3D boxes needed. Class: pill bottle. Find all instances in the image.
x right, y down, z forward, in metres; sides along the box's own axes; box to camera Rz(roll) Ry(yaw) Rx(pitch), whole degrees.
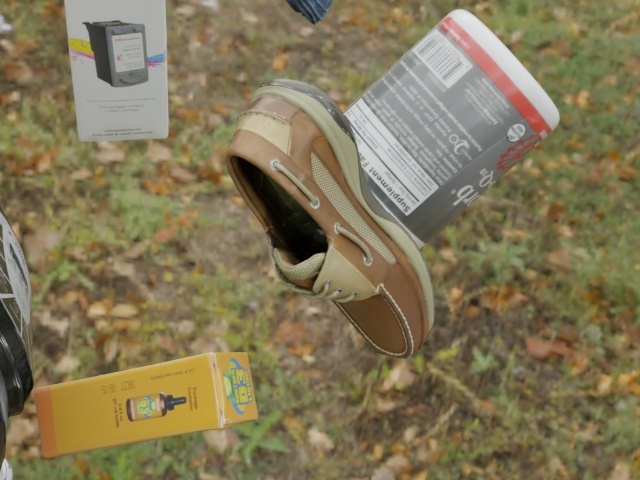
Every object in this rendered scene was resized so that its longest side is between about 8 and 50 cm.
[{"bbox_3d":[0.121,-0.115,1.613,0.210,0.363,0.210,46,9,-9],"label":"pill bottle"}]

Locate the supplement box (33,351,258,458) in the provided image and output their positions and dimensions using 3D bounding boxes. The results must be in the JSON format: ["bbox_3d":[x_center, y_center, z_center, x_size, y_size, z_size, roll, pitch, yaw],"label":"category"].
[{"bbox_3d":[-0.183,0.172,1.255,0.233,0.078,0.080,-13,-10,28],"label":"supplement box"}]

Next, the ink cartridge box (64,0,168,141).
[{"bbox_3d":[-0.272,-0.313,1.598,0.131,0.306,0.226,-4,51,-8],"label":"ink cartridge box"}]

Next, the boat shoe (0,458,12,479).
[{"bbox_3d":[-0.547,0.405,1.711,0.095,0.258,0.084,31,-8,17],"label":"boat shoe"}]

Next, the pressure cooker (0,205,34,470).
[{"bbox_3d":[-0.469,0.073,1.128,0.375,0.370,0.420,29,21,-24],"label":"pressure cooker"}]

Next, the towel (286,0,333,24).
[{"bbox_3d":[-0.006,-0.196,0.835,0.029,0.067,0.119,23,0,13],"label":"towel"}]

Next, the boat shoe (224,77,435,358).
[{"bbox_3d":[0.000,0.000,1.173,0.122,0.324,0.120,0,41,44],"label":"boat shoe"}]
